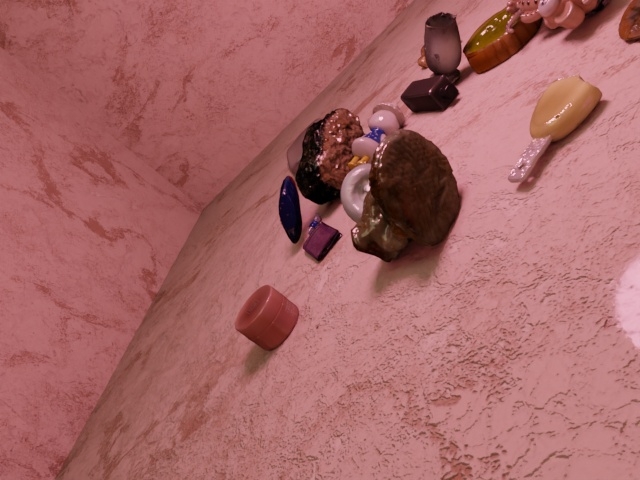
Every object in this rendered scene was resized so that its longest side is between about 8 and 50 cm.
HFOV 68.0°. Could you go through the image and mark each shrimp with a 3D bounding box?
[{"bbox_3d":[0.678,-0.451,0.852,0.169,0.058,0.296,-60,18,-8],"label":"shrimp"}]

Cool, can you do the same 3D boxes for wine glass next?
[{"bbox_3d":[0.376,-0.582,1.456,0.111,0.204,0.111,-10,48,11],"label":"wine glass"}]

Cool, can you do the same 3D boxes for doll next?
[{"bbox_3d":[0.186,-0.348,1.569,0.138,0.119,0.293,9,61,42],"label":"doll"},{"bbox_3d":[0.557,-0.588,1.154,0.278,0.119,0.154,-133,59,-66],"label":"doll"}]

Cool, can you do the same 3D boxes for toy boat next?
[{"bbox_3d":[-0.094,-0.132,1.667,0.072,0.219,0.318,-5,28,7],"label":"toy boat"}]

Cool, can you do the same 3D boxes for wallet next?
[{"bbox_3d":[-0.001,-0.001,1.458,0.111,0.030,0.166,-49,21,-3],"label":"wallet"}]

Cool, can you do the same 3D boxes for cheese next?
[{"bbox_3d":[0.441,-0.212,0.912,0.255,0.050,0.127,-55,23,-11],"label":"cheese"}]

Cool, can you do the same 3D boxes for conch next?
[{"bbox_3d":[0.150,-0.115,1.213,0.185,0.121,0.221,-51,43,17],"label":"conch"}]

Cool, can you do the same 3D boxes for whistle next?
[{"bbox_3d":[-0.021,-0.054,1.589,0.029,0.033,0.083,-12,42,53],"label":"whistle"}]

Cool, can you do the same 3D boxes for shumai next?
[{"bbox_3d":[0.164,-0.096,1.049,0.203,0.222,0.272,-23,42,57],"label":"shumai"}]

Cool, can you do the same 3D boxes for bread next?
[{"bbox_3d":[0.526,-0.599,1.382,0.236,0.070,0.236,-40,24,21],"label":"bread"}]

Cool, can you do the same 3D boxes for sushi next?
[{"bbox_3d":[0.042,-0.289,1.640,0.171,0.211,0.350,-19,41,45],"label":"sushi"}]

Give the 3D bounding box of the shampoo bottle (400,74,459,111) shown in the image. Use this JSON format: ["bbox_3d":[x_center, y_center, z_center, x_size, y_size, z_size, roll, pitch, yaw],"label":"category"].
[{"bbox_3d":[0.345,-0.458,1.489,0.079,0.080,0.246,-51,20,-1],"label":"shampoo bottle"}]

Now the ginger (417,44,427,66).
[{"bbox_3d":[0.443,-0.735,1.800,0.214,0.059,0.133,-20,40,55],"label":"ginger"}]

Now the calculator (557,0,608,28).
[{"bbox_3d":[0.698,-0.648,1.179,0.274,0.028,0.165,-51,20,-5],"label":"calculator"}]

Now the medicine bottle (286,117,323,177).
[{"bbox_3d":[-0.038,-0.414,2.122,0.282,0.123,0.375,-46,22,13],"label":"medicine bottle"}]

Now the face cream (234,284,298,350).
[{"bbox_3d":[-0.145,0.208,1.281,0.149,0.104,0.149,-41,22,20],"label":"face cream"}]
